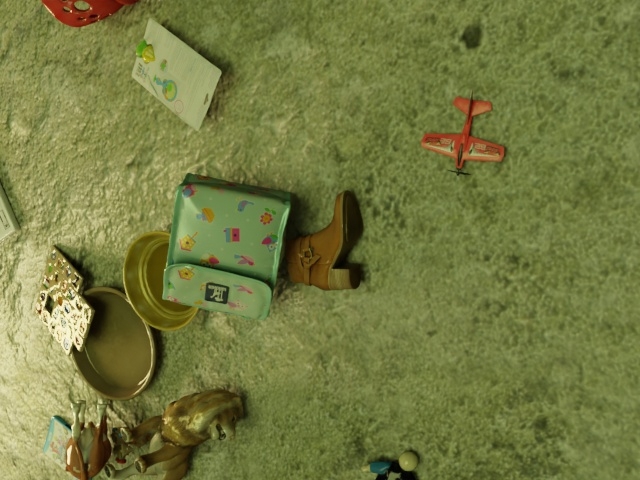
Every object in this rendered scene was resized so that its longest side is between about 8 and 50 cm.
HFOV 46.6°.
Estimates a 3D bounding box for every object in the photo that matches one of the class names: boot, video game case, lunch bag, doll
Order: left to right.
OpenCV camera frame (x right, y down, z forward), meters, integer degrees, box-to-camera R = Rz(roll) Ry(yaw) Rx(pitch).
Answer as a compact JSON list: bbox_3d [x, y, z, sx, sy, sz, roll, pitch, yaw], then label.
[{"bbox_3d":[-0.870,-0.080,1.928,0.173,0.022,0.190,-27,86,29],"label":"video game case"},{"bbox_3d":[-0.641,0.541,1.911,0.166,0.015,0.119,29,111,22],"label":"video game case"},{"bbox_3d":[-0.185,0.021,1.449,0.224,0.160,0.262,12,103,-6],"label":"lunch bag"},{"bbox_3d":[0.000,0.000,1.440,0.152,0.073,0.197,4,95,34],"label":"boot"},{"bbox_3d":[0.132,0.487,1.462,0.129,0.046,0.189,37,114,17],"label":"doll"}]

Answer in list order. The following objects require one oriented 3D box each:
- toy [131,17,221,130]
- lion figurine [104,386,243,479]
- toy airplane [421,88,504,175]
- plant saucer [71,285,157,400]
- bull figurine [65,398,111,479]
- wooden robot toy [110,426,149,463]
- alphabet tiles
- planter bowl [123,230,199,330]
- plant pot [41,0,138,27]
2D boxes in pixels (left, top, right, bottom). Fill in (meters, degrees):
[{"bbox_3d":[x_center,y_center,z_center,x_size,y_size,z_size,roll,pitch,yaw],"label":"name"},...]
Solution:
[{"bbox_3d":[-0.291,-0.346,1.547,0.237,0.056,0.136,38,118,23],"label":"toy"},{"bbox_3d":[-0.332,0.467,1.648,0.142,0.240,0.392,56,135,20],"label":"lion figurine"},{"bbox_3d":[0.251,-0.187,1.293,0.151,0.028,0.151,5,101,26],"label":"toy airplane"},{"bbox_3d":[-0.488,0.242,1.763,0.278,0.041,0.277,6,102,28],"label":"plant saucer"},{"bbox_3d":[-0.541,0.469,1.735,0.310,0.101,0.188,157,115,-69],"label":"bull figurine"},{"bbox_3d":[-0.443,0.478,1.748,0.173,0.079,0.076,168,100,-66],"label":"wooden robot toy"},{"bbox_3d":[-0.619,0.154,1.801,0.237,0.009,0.198,37,114,35],"label":"alphabet tiles"},{"bbox_3d":[-0.315,0.080,1.611,0.217,0.090,0.217,5,101,29],"label":"planter bowl"},{"bbox_3d":[-0.468,-0.552,1.535,0.174,0.191,0.191,-6,96,23],"label":"plant pot"}]
